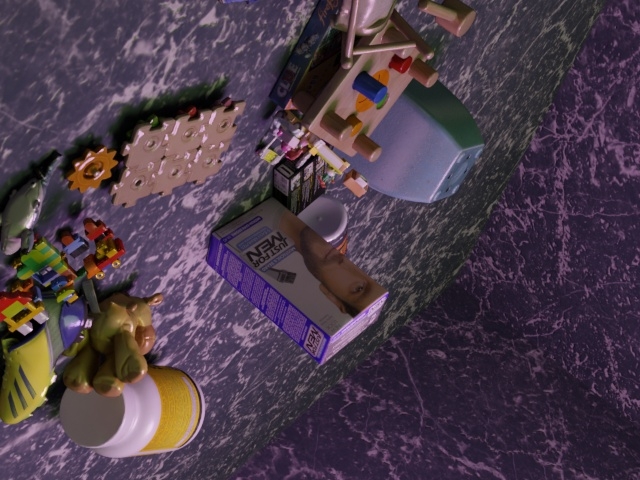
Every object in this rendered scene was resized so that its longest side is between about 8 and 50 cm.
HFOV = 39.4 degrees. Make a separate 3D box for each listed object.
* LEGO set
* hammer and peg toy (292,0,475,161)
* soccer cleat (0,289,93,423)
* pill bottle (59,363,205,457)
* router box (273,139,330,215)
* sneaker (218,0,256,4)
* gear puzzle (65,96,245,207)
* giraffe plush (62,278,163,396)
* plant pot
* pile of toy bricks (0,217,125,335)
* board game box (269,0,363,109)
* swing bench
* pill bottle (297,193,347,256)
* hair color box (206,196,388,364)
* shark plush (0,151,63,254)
[{"bbox_3d":[-0.028,-0.158,1.774,0.107,0.132,0.287,-47,140,7],"label":"LEGO set"},{"bbox_3d":[0.117,-0.330,1.656,0.361,0.127,0.266,-53,159,8],"label":"hammer and peg toy"},{"bbox_3d":[-0.490,0.191,1.492,0.121,0.093,0.289,16,120,-39],"label":"soccer cleat"},{"bbox_3d":[-0.382,0.345,1.828,0.188,0.188,0.334,-51,162,2],"label":"pill bottle"},{"bbox_3d":[-0.042,-0.129,1.929,0.133,0.046,0.179,-42,160,-25],"label":"router box"},{"bbox_3d":[-0.088,-0.392,1.307,0.087,0.083,0.221,-30,180,32],"label":"sneaker"},{"bbox_3d":[-0.269,-0.138,1.418,0.339,0.044,0.175,-24,150,-47],"label":"gear puzzle"},{"bbox_3d":[-0.367,0.164,1.622,0.170,0.181,0.210,-19,110,-74],"label":"giraffe plush"},{"bbox_3d":[0.219,-0.221,2.032,0.247,0.252,0.247,-21,146,-57],"label":"plant pot"},{"bbox_3d":[-0.410,0.033,1.349,0.212,0.118,0.105,-35,133,4],"label":"pile of toy bricks"},{"bbox_3d":[0.016,-0.355,1.644,0.165,0.042,0.243,-16,141,-60],"label":"board game box"},{"bbox_3d":[0.091,-0.451,1.385,0.165,0.254,0.253,-9,146,-13],"label":"swing bench"},{"bbox_3d":[0.000,0.000,2.139,0.130,0.130,0.245,-44,161,-18],"label":"pill bottle"},{"bbox_3d":[-0.051,0.075,1.837,0.185,0.339,0.110,-35,156,-38],"label":"hair color box"},{"bbox_3d":[-0.417,-0.055,1.258,0.067,0.073,0.161,-59,166,-88],"label":"shark plush"}]
